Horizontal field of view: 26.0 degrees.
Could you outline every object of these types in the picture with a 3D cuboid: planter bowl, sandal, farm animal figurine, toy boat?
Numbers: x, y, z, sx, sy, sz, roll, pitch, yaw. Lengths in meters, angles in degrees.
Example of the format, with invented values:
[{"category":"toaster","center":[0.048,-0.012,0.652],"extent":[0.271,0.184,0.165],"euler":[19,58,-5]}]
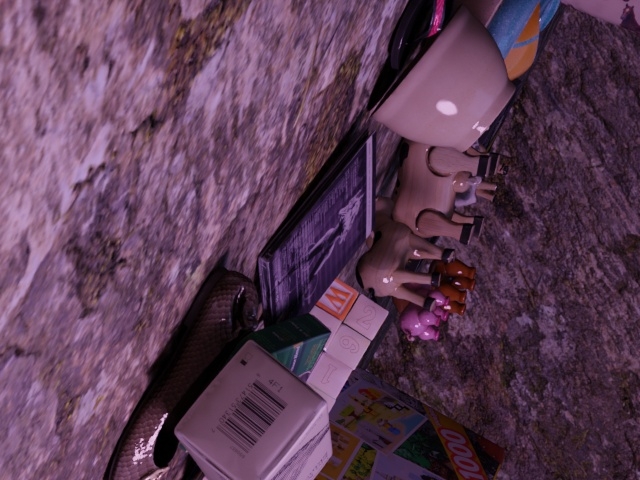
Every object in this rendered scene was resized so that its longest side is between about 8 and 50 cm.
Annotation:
[{"category":"planter bowl","center":[0.148,-0.168,1.542],"extent":[0.162,0.109,0.162],"euler":[-52,-176,5]},{"category":"sandal","center":[0.125,-0.258,1.459],"extent":[0.179,0.040,0.067],"euler":[-62,172,8]},{"category":"farm animal figurine","center":[0.132,-0.026,1.953],"extent":[0.330,0.172,0.326],"euler":[32,75,-74]},{"category":"toy boat","center":[0.240,-0.297,1.658],"extent":[0.267,0.148,0.318],"euler":[-55,170,-36]}]

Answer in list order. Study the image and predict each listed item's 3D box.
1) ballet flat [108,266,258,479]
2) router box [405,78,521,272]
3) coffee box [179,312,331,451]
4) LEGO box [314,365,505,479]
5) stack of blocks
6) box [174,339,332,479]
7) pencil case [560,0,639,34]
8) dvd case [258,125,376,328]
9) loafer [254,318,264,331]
[{"category":"ballet flat","center":[-0.122,0.141,1.260],"extent":[0.249,0.058,0.084],"euler":[-62,171,10]},{"category":"router box","center":[0.223,-0.125,2.405],"extent":[0.309,0.081,0.243],"euler":[-55,171,-33]},{"category":"coffee box","center":[-0.075,0.146,1.445],"extent":[0.184,0.040,0.113],"euler":[-15,139,-52]},{"category":"LEGO box","center":[0.057,0.419,2.237],"extent":[0.193,0.373,0.500],"euler":[-64,172,22]},{"category":"stack of blocks","center":[-0.045,0.198,1.712],"extent":[0.297,0.087,0.171],"euler":[-58,-175,-15]},{"category":"box","center":[-0.056,0.191,1.309],"extent":[0.113,0.094,0.275],"euler":[-50,167,-11]},{"category":"pencil case","center":[0.521,-0.400,2.119],"extent":[0.160,0.410,0.183],"euler":[-57,165,-35]},{"category":"dvd case","center":[0.000,0.000,1.517],"extent":[0.221,0.018,0.164],"euler":[-51,155,-33]},{"category":"loafer","center":[-0.065,0.121,1.636],"extent":[0.125,0.045,0.039],"euler":[-56,-169,16]}]
